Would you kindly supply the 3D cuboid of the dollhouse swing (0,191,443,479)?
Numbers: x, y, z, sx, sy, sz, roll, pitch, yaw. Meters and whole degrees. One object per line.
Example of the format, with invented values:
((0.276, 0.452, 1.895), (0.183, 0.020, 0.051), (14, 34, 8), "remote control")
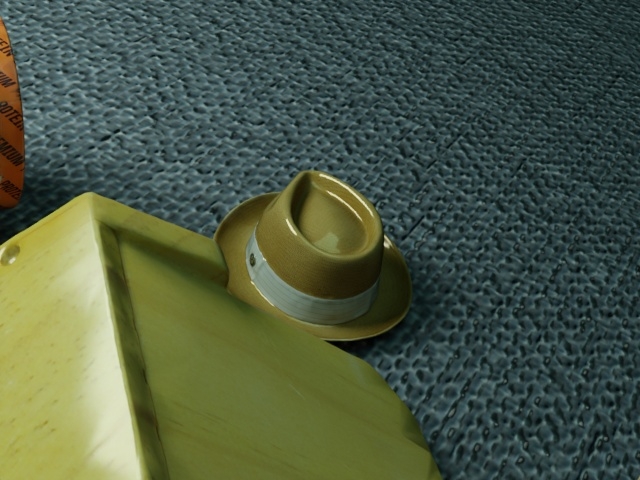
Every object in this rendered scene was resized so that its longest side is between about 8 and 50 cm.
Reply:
((-0.095, 0.206, 0.580), (0.315, 0.305, 0.346), (-31, 47, 8), "dollhouse swing")

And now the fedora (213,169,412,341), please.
((0.000, 0.000, 0.839), (0.194, 0.079, 0.194), (10, 39, -8), "fedora")

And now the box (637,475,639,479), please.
((0.290, 0.291, 0.495), (0.168, 0.215, 0.345), (-7, 45, -27), "box")

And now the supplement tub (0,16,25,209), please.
((-0.402, -0.084, 0.694), (0.338, 0.207, 0.207), (-8, 45, -27), "supplement tub")
